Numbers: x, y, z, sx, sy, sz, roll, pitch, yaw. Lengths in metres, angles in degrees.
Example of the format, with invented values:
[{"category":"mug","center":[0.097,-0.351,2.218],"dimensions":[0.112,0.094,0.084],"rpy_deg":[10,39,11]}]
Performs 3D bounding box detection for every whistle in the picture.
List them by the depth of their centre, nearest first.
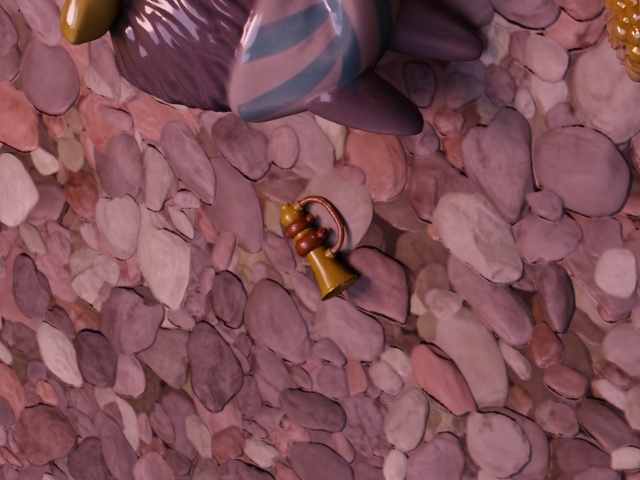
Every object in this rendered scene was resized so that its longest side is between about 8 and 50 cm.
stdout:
[{"category":"whistle","center":[-0.003,0.003,1.787],"dimensions":[0.109,0.046,0.057],"rpy_deg":[60,148,7]}]

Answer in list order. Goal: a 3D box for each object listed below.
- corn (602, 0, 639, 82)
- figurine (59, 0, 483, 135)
[{"category":"corn","center":[0.361,-0.222,1.327],"dimensions":[0.347,0.130,0.130],"rpy_deg":[-26,93,44]},{"category":"figurine","center":[-0.017,-0.274,1.587],"dimensions":[0.377,0.266,0.361],"rpy_deg":[19,121,-7]}]
